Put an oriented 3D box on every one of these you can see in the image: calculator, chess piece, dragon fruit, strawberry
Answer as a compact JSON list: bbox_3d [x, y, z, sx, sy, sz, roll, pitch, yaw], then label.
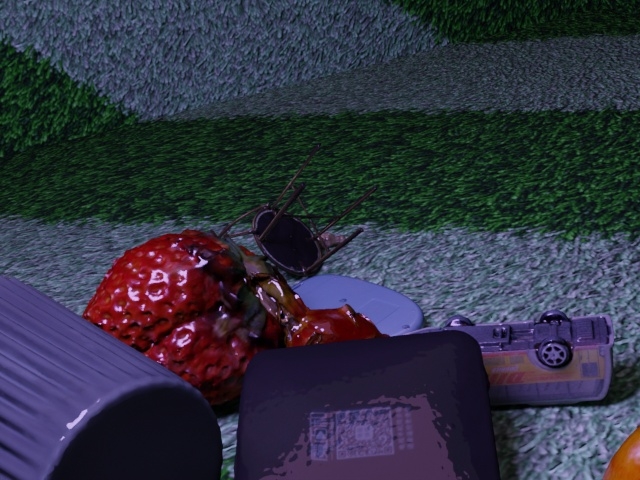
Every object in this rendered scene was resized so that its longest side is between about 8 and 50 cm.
[{"bbox_3d":[0.018,0.111,1.467,0.302,0.042,0.188,14,33,38],"label":"calculator"},{"bbox_3d":[0.000,0.000,1.746,0.092,0.035,0.035,-2,24,7],"label":"chess piece"},{"bbox_3d":[-0.003,0.123,1.228,0.125,0.246,0.125,-40,11,17],"label":"dragon fruit"},{"bbox_3d":[-0.195,0.119,1.312,0.288,0.250,0.238,-38,6,13],"label":"strawberry"}]

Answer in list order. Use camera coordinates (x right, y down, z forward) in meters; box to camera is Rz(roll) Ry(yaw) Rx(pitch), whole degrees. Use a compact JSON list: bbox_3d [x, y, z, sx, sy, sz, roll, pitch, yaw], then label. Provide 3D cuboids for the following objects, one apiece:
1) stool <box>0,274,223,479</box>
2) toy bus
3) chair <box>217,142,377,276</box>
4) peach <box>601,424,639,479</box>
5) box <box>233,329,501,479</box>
[{"bbox_3d":[-0.305,0.219,1.054,0.330,0.297,0.297,17,34,37],"label":"stool"},{"bbox_3d":[0.232,0.153,1.209,0.268,0.106,0.092,-6,23,14],"label":"toy bus"},{"bbox_3d":[-0.065,-0.007,1.659,0.325,0.170,0.160,-44,16,35],"label":"chair"},{"bbox_3d":[0.353,0.249,0.745,0.288,0.289,0.308,-17,-3,-17],"label":"peach"},{"bbox_3d":[0.049,0.230,1.051,0.288,0.073,0.290,-7,44,6],"label":"box"}]
